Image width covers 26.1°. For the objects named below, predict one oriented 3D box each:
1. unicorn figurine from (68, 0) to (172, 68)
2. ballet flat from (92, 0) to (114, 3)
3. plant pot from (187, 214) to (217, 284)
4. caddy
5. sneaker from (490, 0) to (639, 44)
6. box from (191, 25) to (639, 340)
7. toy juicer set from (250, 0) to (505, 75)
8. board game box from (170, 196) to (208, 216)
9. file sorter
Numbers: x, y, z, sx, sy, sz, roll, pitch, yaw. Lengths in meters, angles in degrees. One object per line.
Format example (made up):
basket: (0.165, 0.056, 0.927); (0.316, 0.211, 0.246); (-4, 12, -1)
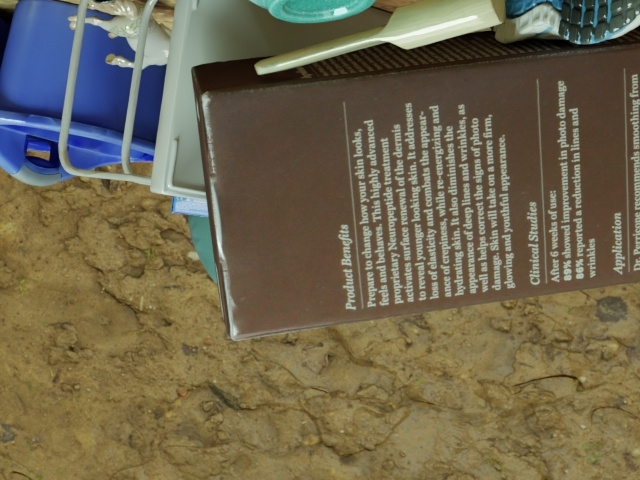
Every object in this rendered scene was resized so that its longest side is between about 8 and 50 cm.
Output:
unicorn figurine: (-0.166, -0.197, 1.322); (0.111, 0.060, 0.162); (6, 178, 26)
ballet flat: (-0.105, -0.204, 1.049); (0.173, 0.049, 0.057); (5, 179, 35)
plant pot: (0.001, -0.063, 1.764); (0.293, 0.293, 0.235); (7, 162, -19)
caddy: (-0.301, -0.149, 1.498); (0.241, 0.179, 0.341); (7, 179, 19)
sneaker: (0.192, -0.171, 0.962); (0.083, 0.071, 0.191); (0, -172, -17)
box: (0.101, -0.055, 1.063); (0.381, 0.191, 0.143); (-7, -162, -8)
toy juicer set: (0.033, -0.186, 0.816); (0.209, 0.089, 0.329); (-8, 170, 6)
board game box: (-0.070, -0.116, 1.459); (0.160, 0.210, 0.047); (7, -144, -4)
file sorter: (-0.067, -0.125, 1.236); (0.278, 0.192, 0.173); (8, 180, -43)
